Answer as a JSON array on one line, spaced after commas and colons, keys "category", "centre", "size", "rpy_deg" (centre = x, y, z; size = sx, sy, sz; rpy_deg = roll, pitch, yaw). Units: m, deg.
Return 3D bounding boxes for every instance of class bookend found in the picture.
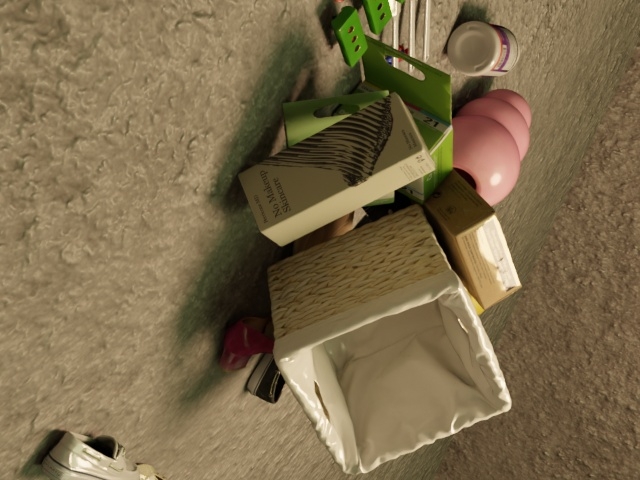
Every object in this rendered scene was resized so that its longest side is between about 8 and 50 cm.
[{"category": "bookend", "centre": [0.125, -0.107, 1.892], "size": [0.156, 0.072, 0.157], "rpy_deg": [-38, 120, 2]}]

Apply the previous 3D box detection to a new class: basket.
[{"category": "basket", "centre": [0.108, 0.170, 1.745], "size": [0.331, 0.266, 0.328], "rpy_deg": [-24, 125, 5]}]

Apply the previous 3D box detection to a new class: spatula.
[{"category": "spatula", "centre": [0.152, -0.381, 1.719], "size": [0.168, 0.019, 0.242], "rpy_deg": [-49, 150, -38]}]

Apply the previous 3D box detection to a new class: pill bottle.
[{"category": "pill bottle", "centre": [0.338, -0.384, 2.027], "size": [0.193, 0.108, 0.108], "rpy_deg": [-14, 131, -61]}]

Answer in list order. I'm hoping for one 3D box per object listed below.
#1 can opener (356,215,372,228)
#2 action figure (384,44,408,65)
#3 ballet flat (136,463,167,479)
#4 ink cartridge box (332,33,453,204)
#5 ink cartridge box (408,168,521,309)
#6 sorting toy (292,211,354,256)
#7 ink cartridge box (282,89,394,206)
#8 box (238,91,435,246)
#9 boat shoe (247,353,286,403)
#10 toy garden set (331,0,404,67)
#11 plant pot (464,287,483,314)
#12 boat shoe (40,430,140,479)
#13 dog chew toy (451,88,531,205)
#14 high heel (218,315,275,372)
[{"category": "can opener", "centre": [0.135, -0.040, 2.090], "size": [0.186, 0.059, 0.073], "rpy_deg": [-49, 155, -25]}, {"category": "action figure", "centre": [0.127, -0.316, 1.763], "size": [0.115, 0.030, 0.038], "rpy_deg": [-41, 147, -43]}, {"category": "ballet flat", "centre": [-0.294, 0.429, 1.759], "size": [0.057, 0.052, 0.168], "rpy_deg": [-56, 158, -9]}, {"category": "ink cartridge box", "centre": [0.118, -0.202, 1.670], "size": [0.097, 0.189, 0.255], "rpy_deg": [-50, 156, -20]}, {"category": "ink cartridge box", "centre": [0.248, -0.022, 1.793], "size": [0.088, 0.234, 0.193], "rpy_deg": [-31, 130, -3]}, {"category": "sorting toy", "centre": [0.000, 0.000, 1.885], "size": [0.193, 0.038, 0.208], "rpy_deg": [-43, 149, -37]}, {"category": "ink cartridge box", "centre": [0.033, -0.135, 1.611], "size": [0.235, 0.171, 0.056], "rpy_deg": [84, -2, -58]}, {"category": "box", "centre": [0.024, -0.105, 1.516], "size": [0.275, 0.113, 0.094], "rpy_deg": [-28, 159, 9]}, {"category": "boat shoe", "centre": [-0.057, 0.219, 1.976], "size": [0.228, 0.076, 0.080], "rpy_deg": [-57, 158, -6]}, {"category": "toy garden set", "centre": [0.083, -0.415, 1.511], "size": [0.244, 0.049, 0.204], "rpy_deg": [-53, 157, -11]}, {"category": "plant pot", "centre": [0.216, 0.084, 2.209], "size": [0.239, 0.254, 0.254], "rpy_deg": [-18, 137, -37]}, {"category": "boat shoe", "centre": [-0.328, 0.335, 1.521], "size": [0.076, 0.083, 0.226], "rpy_deg": [-58, 158, -2]}, {"category": "dog chew toy", "centre": [0.362, -0.216, 2.191], "size": [0.332, 0.207, 0.206], "rpy_deg": [-52, 158, -40]}, {"category": "high heel", "centre": [-0.085, 0.154, 1.831], "size": [0.244, 0.082, 0.117], "rpy_deg": [-17, 143, -43]}]
